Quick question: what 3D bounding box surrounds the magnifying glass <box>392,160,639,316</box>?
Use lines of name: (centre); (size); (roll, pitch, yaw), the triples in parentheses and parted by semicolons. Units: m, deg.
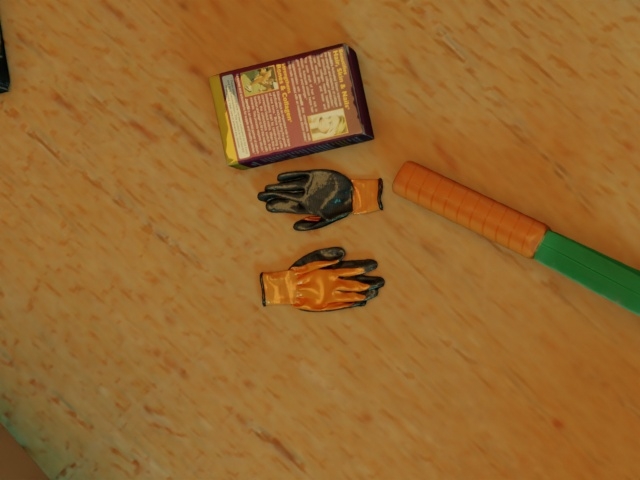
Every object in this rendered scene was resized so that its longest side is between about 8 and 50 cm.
magnifying glass: (0.144, 0.014, 0.954); (0.231, 0.092, 0.026); (29, 97, 18)

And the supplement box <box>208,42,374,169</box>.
supplement box: (-0.016, -0.076, 0.994); (0.083, 0.043, 0.055); (-12, 87, 9)

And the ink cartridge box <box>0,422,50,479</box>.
ink cartridge box: (-0.340, 0.217, 0.913); (0.285, 0.166, 0.395); (38, 95, 44)

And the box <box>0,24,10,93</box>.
box: (-0.291, -0.182, 1.034); (0.175, 0.051, 0.220); (-11, 87, 8)

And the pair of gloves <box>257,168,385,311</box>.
pair of gloves: (0.000, 0.000, 1.006); (0.074, 0.010, 0.083); (-1, 88, 9)
